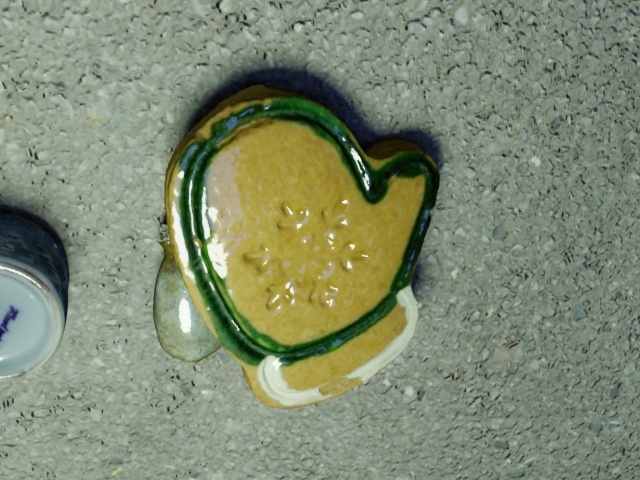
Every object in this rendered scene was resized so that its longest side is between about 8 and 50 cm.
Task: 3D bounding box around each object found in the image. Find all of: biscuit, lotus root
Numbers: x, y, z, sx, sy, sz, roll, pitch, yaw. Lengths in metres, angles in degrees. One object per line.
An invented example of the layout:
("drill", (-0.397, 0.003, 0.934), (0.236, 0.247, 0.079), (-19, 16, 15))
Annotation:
("biscuit", (0.001, 0.001, 1.087), (0.287, 0.057, 0.343), (-28, 117, -12))
("lotus root", (-0.135, 0.056, 1.124), (0.088, 0.088, 0.165), (-4, 110, -9))

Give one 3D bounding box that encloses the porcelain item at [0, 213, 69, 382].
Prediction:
("porcelain item", (-0.323, 0.054, 1.062), (0.147, 0.114, 0.147), (-4, 119, -7))
